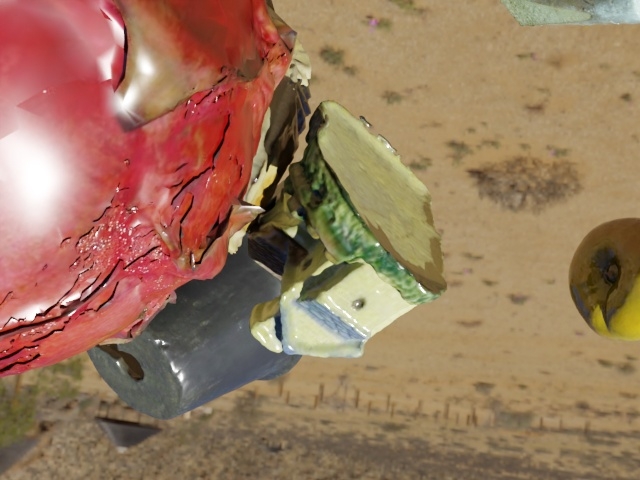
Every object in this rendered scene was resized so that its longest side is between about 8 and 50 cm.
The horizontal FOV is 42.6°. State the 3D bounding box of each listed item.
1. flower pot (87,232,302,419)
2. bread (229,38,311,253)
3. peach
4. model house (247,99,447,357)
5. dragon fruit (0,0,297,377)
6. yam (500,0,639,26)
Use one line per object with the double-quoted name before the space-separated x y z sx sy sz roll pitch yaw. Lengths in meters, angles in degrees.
"flower pot" -0.230 0.152 1.403 0.379 0.380 0.251 -1 -152 38
"bread" -0.152 -0.130 1.138 0.236 0.389 0.183 38 157 -5
"peach" 0.597 0.074 1.590 0.153 0.251 0.251 5 171 -26
"model house" 0.000 0.000 1.148 0.261 0.321 0.266 40 117 -21
"dragon fruit" -0.163 -0.082 0.417 0.295 0.302 0.296 22 -156 -10
"yam" 0.242 -0.232 0.757 0.068 0.068 0.169 18 179 -37
